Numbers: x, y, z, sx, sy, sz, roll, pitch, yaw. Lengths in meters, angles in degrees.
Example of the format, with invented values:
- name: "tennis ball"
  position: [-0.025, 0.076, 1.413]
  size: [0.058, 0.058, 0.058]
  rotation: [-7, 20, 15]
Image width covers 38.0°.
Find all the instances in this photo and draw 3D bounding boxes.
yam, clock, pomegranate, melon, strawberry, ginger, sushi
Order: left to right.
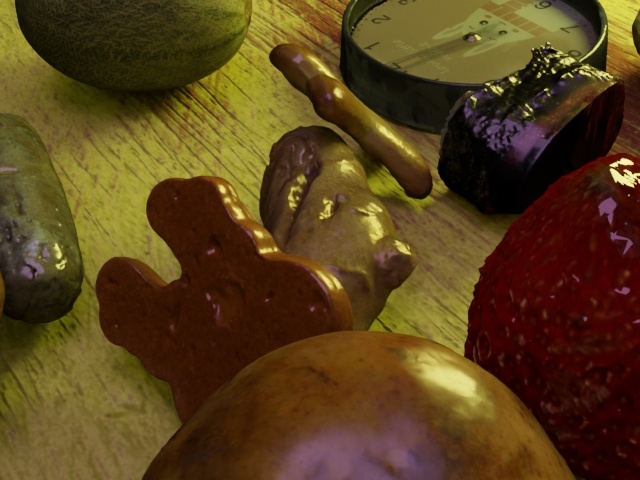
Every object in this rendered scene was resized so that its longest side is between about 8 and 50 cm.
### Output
- name: "yam"
  position: [-0.345, -0.030, 1.032]
  size: [0.133, 0.133, 0.330]
  rotation: [-19, 45, -17]
- name: "melon"
  position: [-0.257, -0.327, 1.280]
  size: [0.329, 0.249, 0.249]
  rotation: [5, 42, 5]
- name: "ginger"
  position: [0.000, 0.000, 0.966]
  size: [0.189, 0.126, 0.354]
  rotation: [-25, 40, 17]
- name: "pomegranate"
  position: [0.022, 0.221, 0.597]
  size: [0.321, 0.322, 0.322]
  rotation: [-2, 41, 2]
- name: "clock"
  position: [0.215, -0.286, 1.317]
  size: [0.385, 0.077, 0.386]
  rotation: [-2, 41, 2]
- name: "sushi"
  position: [0.246, -0.125, 1.088]
  size: [0.225, 0.136, 0.126]
  rotation: [-38, 48, -24]
- name: "strawberry"
  position: [0.237, 0.057, 0.774]
  size: [0.257, 0.277, 0.257]
  rotation: [-4, 38, 3]

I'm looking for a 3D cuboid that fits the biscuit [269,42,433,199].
- name: "biscuit"
  position: [0.040, -0.141, 1.081]
  size: [0.047, 0.208, 0.164]
  rotation: [-47, 41, 7]

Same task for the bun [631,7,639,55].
- name: "bun"
  position: [0.538, -0.266, 1.216]
  size: [0.243, 0.153, 0.244]
  rotation: [-12, 52, 15]

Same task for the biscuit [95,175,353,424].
- name: "biscuit"
  position: [-0.068, 0.089, 0.834]
  size: [0.334, 0.202, 0.047]
  rotation: [41, 17, 26]

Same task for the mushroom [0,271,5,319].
- name: "mushroom"
  position: [-0.421, 0.098, 0.820]
  size: [0.263, 0.195, 0.283]
  rotation: [-1, 8, 12]
